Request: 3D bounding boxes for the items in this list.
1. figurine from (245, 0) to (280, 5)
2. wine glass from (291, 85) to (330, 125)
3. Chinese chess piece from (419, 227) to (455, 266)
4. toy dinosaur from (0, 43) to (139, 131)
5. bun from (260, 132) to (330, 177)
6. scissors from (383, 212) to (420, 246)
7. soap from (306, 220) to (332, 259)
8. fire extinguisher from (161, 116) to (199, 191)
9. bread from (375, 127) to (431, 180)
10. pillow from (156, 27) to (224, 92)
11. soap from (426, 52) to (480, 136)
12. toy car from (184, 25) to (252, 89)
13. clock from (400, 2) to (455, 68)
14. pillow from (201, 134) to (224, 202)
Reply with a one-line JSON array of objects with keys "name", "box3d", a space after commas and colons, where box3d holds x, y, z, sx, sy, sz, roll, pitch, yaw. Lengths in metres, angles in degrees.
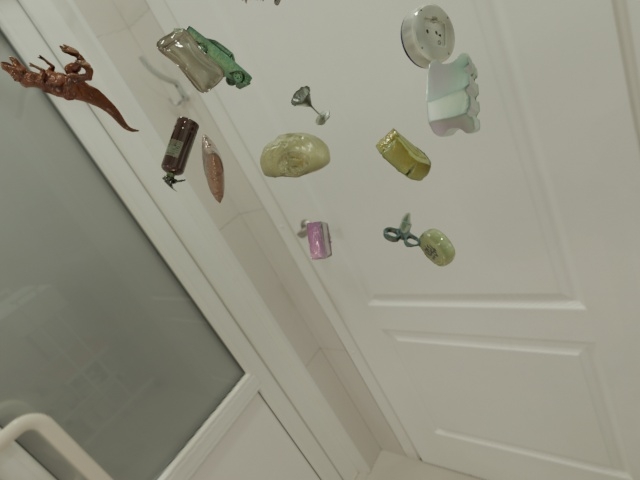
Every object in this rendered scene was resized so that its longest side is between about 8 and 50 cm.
[{"name": "figurine", "box3d": [-0.316, -1.070, 1.662, 0.206, 0.387, 0.166, -62, 15, 11]}, {"name": "wine glass", "box3d": [-0.044, -0.647, 2.068, 0.122, 0.183, 0.122, -23, 49, 30]}, {"name": "Chinese chess piece", "box3d": [0.413, 0.026, 1.515, 0.059, 0.144, 0.144, -35, 23, -10]}, {"name": "toy dinosaur", "box3d": [-0.787, -0.508, 1.388, 0.208, 0.433, 0.097, -46, 34, 35]}, {"name": "bun", "box3d": [-0.137, -0.449, 2.175, 0.365, 0.202, 0.364, -8, 20, 3]}, {"name": "scissors", "box3d": [0.314, -0.047, 1.591, 0.138, 0.041, 0.289, 18, 26, 10]}, {"name": "soap", "box3d": [-0.002, 0.000, 2.085, 0.081, 0.180, 0.259, -9, 1, 8]}, {"name": "fire extinguisher", "box3d": [-0.432, -0.263, 1.312, 0.099, 0.071, 0.230, 9, 79, 26]}, {"name": "bread", "box3d": [0.360, -0.357, 1.824, 0.124, 0.257, 0.186, -48, 1, 26]}, {"name": "pillow", "box3d": [-0.443, -0.622, 1.467, 0.130, 0.232, 0.038, -48, 10, -22]}, {"name": "soap", "box3d": [0.390, -0.409, 1.232, 0.115, 0.208, 0.347, -4, 12, 25]}, {"name": "toy car", "box3d": [-0.432, -0.766, 1.789, 0.097, 0.321, 0.141, -60, 28, -6]}, {"name": "clock", "box3d": [0.428, -0.808, 1.684, 0.230, 0.230, 0.083, -39, 18, -26]}, {"name": "pillow", "box3d": [-0.453, -0.307, 1.804, 0.084, 0.235, 0.223, -14, 34, -14]}]
